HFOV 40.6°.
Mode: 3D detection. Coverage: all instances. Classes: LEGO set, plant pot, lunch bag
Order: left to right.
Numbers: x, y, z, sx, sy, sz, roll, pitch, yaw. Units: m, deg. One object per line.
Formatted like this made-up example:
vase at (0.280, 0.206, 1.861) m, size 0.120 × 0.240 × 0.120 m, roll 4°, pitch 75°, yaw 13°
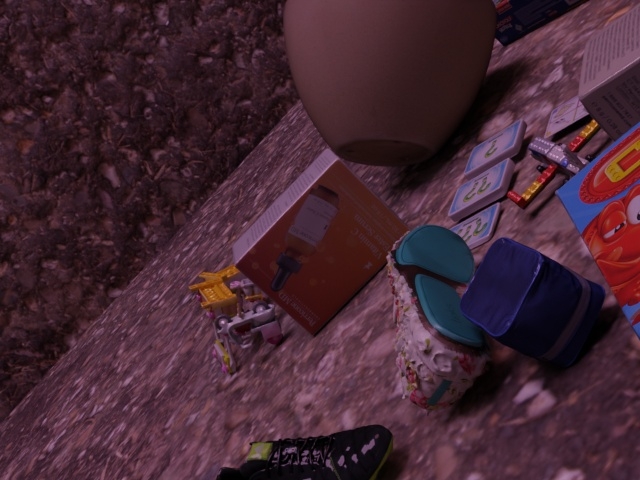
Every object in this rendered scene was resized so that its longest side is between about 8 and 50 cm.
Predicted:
LEGO set at (-0.104, 0.096, 1.204) m, size 0.132 × 0.107 × 0.287 m, roll -9°, pitch 16°, yaw 6°
plant pot at (0.087, -0.206, 1.142) m, size 0.284 × 0.284 × 0.191 m, roll -18°, pitch 66°, yaw 62°
lunch bag at (0.148, 0.044, 0.606) m, size 0.067 × 0.065 × 0.098 m, roll -61°, pitch 14°, yaw 5°
LEGO set at (0.204, -0.092, 0.834) m, size 0.244 × 0.060 × 0.182 m, roll -31°, pitch 25°, yaw 47°

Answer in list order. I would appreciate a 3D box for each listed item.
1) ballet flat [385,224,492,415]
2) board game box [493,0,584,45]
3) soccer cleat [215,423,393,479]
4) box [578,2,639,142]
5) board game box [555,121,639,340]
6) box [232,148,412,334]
ballet flat at (0.087, 0.059, 0.720) m, size 0.241 × 0.091 × 0.077 m, roll -72°, pitch 4°, yaw -68°
board game box at (0.345, -0.389, 1.225) m, size 0.194 × 0.060 × 0.194 m, roll -54°, pitch 16°, yaw -24°
soccer cleat at (-0.018, 0.183, 0.687) m, size 0.179 × 0.072 × 0.060 m, roll -36°, pitch 18°, yaw 36°
box at (0.324, -0.169, 0.613) m, size 0.275 × 0.094 × 0.113 m, roll -35°, pitch 19°, yaw 39°
board game box at (0.282, -0.041, 0.400) m, size 0.308 × 0.086 × 0.302 m, roll -42°, pitch 15°, yaw 18°
box at (0.000, 0.000, 1.020) m, size 0.170 × 0.130 × 0.091 m, roll -46°, pitch 15°, yaw 5°
